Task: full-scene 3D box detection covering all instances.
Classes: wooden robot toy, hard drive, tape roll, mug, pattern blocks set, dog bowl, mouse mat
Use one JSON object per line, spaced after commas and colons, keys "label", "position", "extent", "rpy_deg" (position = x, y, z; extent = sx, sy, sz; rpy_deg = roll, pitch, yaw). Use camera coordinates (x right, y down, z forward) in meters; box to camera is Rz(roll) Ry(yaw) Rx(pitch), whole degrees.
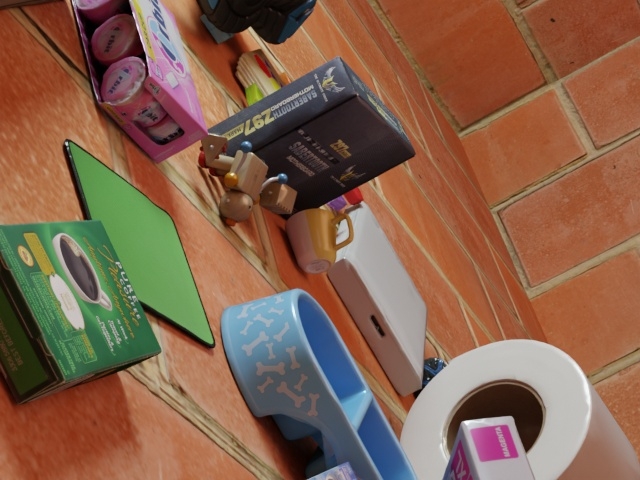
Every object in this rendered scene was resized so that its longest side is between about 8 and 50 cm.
{"label": "wooden robot toy", "position": [-0.091, -0.051, 1.502], "extent": [0.173, 0.076, 0.079], "rpy_deg": [41, 59, -60]}
{"label": "hard drive", "position": [0.084, 0.072, 1.951], "extent": [0.203, 0.040, 0.307], "rpy_deg": [59, 13, -11]}
{"label": "tape roll", "position": [0.239, 0.264, 1.674], "extent": [0.169, 0.246, 0.246], "rpy_deg": [52, 16, -37]}
{"label": "mug", "position": [-0.004, 0.001, 1.681], "extent": [0.062, 0.078, 0.064], "rpy_deg": [9, 53, -29]}
{"label": "pattern blocks set", "position": [-0.055, -0.181, 1.947], "extent": [0.325, 0.026, 0.285], "rpy_deg": [59, 13, 3]}
{"label": "dog bowl", "position": [0.012, 0.179, 1.336], "extent": [0.297, 0.074, 0.166], "rpy_deg": [62, 12, -3]}
{"label": "mouse mat", "position": [-0.153, 0.006, 1.205], "extent": [0.189, 0.007, 0.153], "rpy_deg": [43, 22, -59]}

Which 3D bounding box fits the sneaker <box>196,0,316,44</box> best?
{"label": "sneaker", "position": [-0.120, -0.349, 1.853], "extent": [0.139, 0.125, 0.341], "rpy_deg": [41, 5, 13]}

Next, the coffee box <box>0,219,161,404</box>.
{"label": "coffee box", "position": [-0.174, 0.044, 0.947], "extent": [0.113, 0.040, 0.184], "rpy_deg": [63, 13, 3]}

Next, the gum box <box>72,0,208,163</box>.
{"label": "gum box", "position": [-0.177, -0.174, 1.365], "extent": [0.107, 0.062, 0.188], "rpy_deg": [46, 19, -51]}

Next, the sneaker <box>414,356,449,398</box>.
{"label": "sneaker", "position": [0.194, 0.256, 1.899], "extent": [0.081, 0.080, 0.211], "rpy_deg": [40, 25, -52]}

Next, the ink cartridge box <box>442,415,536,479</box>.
{"label": "ink cartridge box", "position": [0.148, 0.336, 1.321], "extent": [0.186, 0.065, 0.311], "rpy_deg": [-106, -163, -45]}

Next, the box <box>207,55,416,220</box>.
{"label": "box", "position": [-0.008, -0.112, 1.641], "extent": [0.059, 0.183, 0.232], "rpy_deg": [66, 12, 21]}

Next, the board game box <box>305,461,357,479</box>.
{"label": "board game box", "position": [0.011, 0.247, 1.215], "extent": [0.090, 0.020, 0.090], "rpy_deg": [-15, 75, -47]}

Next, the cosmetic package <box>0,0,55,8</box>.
{"label": "cosmetic package", "position": [-0.254, -0.291, 1.194], "extent": [0.160, 0.113, 0.309], "rpy_deg": [60, 13, -6]}
